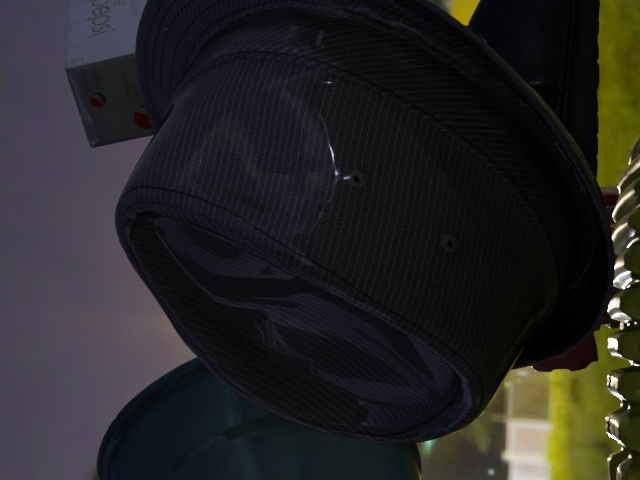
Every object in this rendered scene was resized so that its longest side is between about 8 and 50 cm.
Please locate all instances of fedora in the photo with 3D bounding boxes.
[{"bbox_3d":[0.000,0.000,0.607,0.243,0.275,0.124,-37,16,52],"label":"fedora"}]

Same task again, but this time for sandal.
[{"bbox_3d":[0.278,0.058,0.917,0.126,0.138,0.318,-21,-69,-81],"label":"sandal"}]

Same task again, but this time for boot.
[{"bbox_3d":[0.085,-0.144,0.874,0.094,0.207,0.247,70,-157,-73],"label":"boot"}]

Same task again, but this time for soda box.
[{"bbox_3d":[-0.151,-0.158,0.975,0.216,0.073,0.069,-105,3,-56],"label":"soda box"}]

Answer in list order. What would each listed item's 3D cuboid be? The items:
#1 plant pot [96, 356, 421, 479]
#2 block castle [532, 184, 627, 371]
[{"bbox_3d":[-0.019,0.326,1.225,0.341,0.341,0.334,83,169,-47],"label":"plant pot"},{"bbox_3d":[0.447,0.051,1.559,0.303,0.453,0.213,-105,8,-79],"label":"block castle"}]
